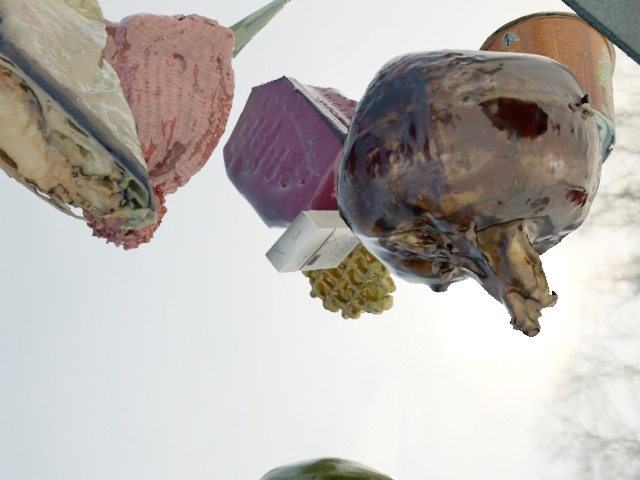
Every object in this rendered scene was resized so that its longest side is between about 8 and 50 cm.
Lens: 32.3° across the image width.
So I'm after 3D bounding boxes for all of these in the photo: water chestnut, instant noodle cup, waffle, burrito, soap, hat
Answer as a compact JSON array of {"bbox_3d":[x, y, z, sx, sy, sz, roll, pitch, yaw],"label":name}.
[{"bbox_3d":[0.178,-0.053,1.271,0.335,0.335,0.346,22,-124,-61],"label":"water chestnut"},{"bbox_3d":[0.356,-0.210,1.707,0.230,0.230,0.182,60,-158,-45],"label":"instant noodle cup"},{"bbox_3d":[0.031,0.015,1.849,0.056,0.249,0.253,-29,-77,-31],"label":"waffle"},{"bbox_3d":[-0.255,-0.167,0.981,0.175,0.107,0.347,13,-133,-41],"label":"burrito"},{"bbox_3d":[-0.024,-0.127,1.648,0.127,0.325,0.220,14,-66,-33],"label":"soap"},{"bbox_3d":[-0.217,-0.126,1.265,0.107,0.237,0.286,74,-165,-73],"label":"hat"}]

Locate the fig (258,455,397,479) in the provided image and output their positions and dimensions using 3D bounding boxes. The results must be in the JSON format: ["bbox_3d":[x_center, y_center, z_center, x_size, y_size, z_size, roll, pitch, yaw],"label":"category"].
[{"bbox_3d":[0.012,0.344,1.251,0.203,0.225,0.202,-6,-90,-86],"label":"fig"}]

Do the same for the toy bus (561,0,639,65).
[{"bbox_3d":[0.279,-0.258,1.010,0.275,0.138,0.167,36,-156,-13],"label":"toy bus"}]

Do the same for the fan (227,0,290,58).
[{"bbox_3d":[-0.070,-0.290,1.409,0.193,0.038,0.016,-47,-6,-37],"label":"fan"}]

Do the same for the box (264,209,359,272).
[{"bbox_3d":[0.000,0.000,1.471,0.040,0.084,0.154,52,-156,17],"label":"box"}]
